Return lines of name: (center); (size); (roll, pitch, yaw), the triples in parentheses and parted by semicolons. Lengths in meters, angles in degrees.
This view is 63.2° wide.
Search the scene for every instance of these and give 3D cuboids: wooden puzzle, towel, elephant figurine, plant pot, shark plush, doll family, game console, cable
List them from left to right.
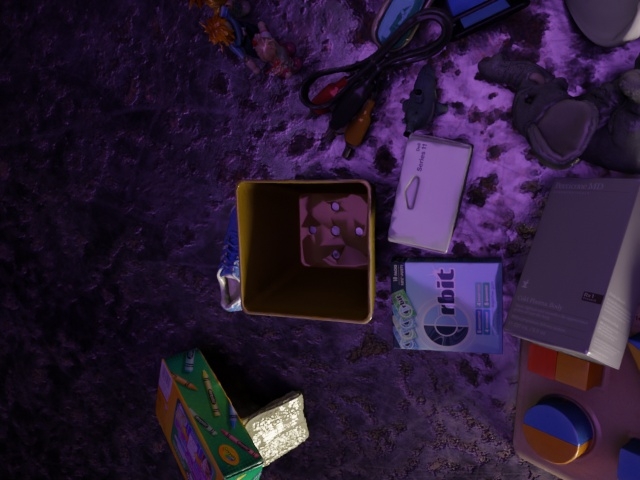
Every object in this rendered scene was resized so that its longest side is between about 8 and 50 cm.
doll family: (-0.140, -0.364, 0.850); (0.118, 0.163, 0.263); (-23, 93, 20)
towel: (-0.085, 0.361, 0.988); (0.027, 0.148, 0.110); (0, 103, 48)
plant pot: (0.000, 0.000, 0.862); (0.212, 0.187, 0.213); (2, 100, 18)
cable: (0.075, -0.267, 0.827); (0.139, 0.072, 0.287); (43, 120, -4)
shark plush: (0.144, -0.209, 0.803); (0.073, 0.161, 0.067); (20, 139, 24)
game console: (0.235, -0.368, 0.780); (0.122, 0.107, 0.071); (-21, 122, 21)
elephant figurine: (0.357, -0.172, 0.750); (0.239, 0.186, 0.169); (-4, 143, 29)
wooden puzzle: (0.422, 0.240, 0.746); (0.322, 0.080, 0.348); (13, 109, 51)

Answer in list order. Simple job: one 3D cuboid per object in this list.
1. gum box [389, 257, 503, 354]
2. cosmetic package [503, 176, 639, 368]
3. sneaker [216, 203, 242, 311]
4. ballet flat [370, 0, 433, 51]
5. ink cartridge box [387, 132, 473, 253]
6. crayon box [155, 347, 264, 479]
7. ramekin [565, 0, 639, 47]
gum box: (0.215, 0.109, 0.891); (0.184, 0.041, 0.157); (-1, 100, 17)
cosmetic package: (0.362, 0.038, 0.711); (0.127, 0.107, 0.238); (8, 78, 55)
sneaker: (-0.148, 0.035, 0.974); (0.080, 0.081, 0.212); (5, 100, 19)
ballet flat: (0.157, -0.405, 0.786); (0.086, 0.086, 0.248); (42, 118, 7)
ink cartridge box: (0.171, -0.078, 0.780); (0.086, 0.208, 0.153); (14, 104, 15)
crayon box: (-0.218, 0.363, 0.973); (0.278, 0.081, 0.166); (46, 132, 37)
ramekin: (0.391, -0.388, 0.629); (0.127, 0.273, 0.273); (-15, 96, 9)
